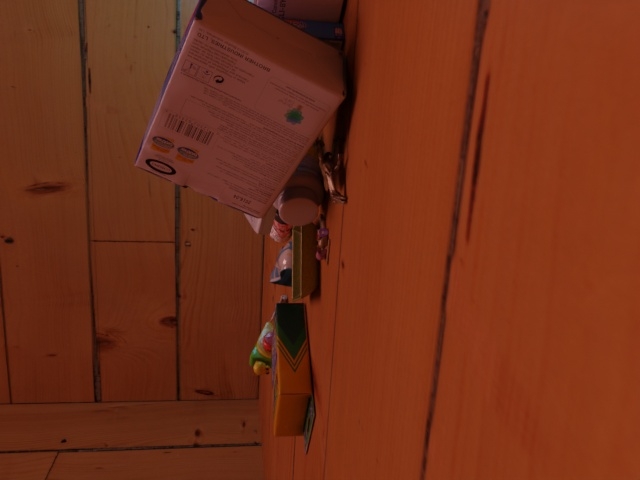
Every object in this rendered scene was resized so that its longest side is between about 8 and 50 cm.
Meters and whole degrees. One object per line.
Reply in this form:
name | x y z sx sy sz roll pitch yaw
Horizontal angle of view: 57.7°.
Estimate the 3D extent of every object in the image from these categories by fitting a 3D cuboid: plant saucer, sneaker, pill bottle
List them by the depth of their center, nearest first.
pill bottle | -0.053 -0.137 1.264 0.117 0.117 0.215 101 168 -48
plant saucer | -0.035 0.047 1.360 0.188 0.045 0.189 138 132 -78
sneaker | -0.085 0.072 1.592 0.229 0.087 0.092 132 146 -66
sneaker | -0.133 -0.121 1.882 0.145 0.090 0.270 104 162 -47

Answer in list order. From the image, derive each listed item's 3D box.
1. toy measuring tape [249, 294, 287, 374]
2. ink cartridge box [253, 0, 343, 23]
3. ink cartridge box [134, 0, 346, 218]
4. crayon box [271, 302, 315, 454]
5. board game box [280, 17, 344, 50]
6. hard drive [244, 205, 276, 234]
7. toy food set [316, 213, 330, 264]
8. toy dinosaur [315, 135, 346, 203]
toy measuring tape | -0.130 0.310 1.885 0.330 0.121 0.122 -64 -13 -49
ink cartridge box | -0.058 -0.536 1.212 0.279 0.160 0.385 107 163 -62
ink cartridge box | -0.164 -0.214 1.064 0.395 0.269 0.151 -52 23 39
crayon box | -0.076 0.344 1.465 0.323 0.083 0.203 -98 13 -45
board game box | -0.071 -0.342 1.103 0.160 0.210 0.047 106 163 -57
hard drive | -0.145 -0.226 1.468 0.233 0.047 0.353 54 136 45
toy food set | 0.000 0.000 1.216 0.122 0.019 0.078 -107 21 -65
toy dinosaur | 0.013 -0.138 1.045 0.183 0.053 0.093 -99 12 -51
